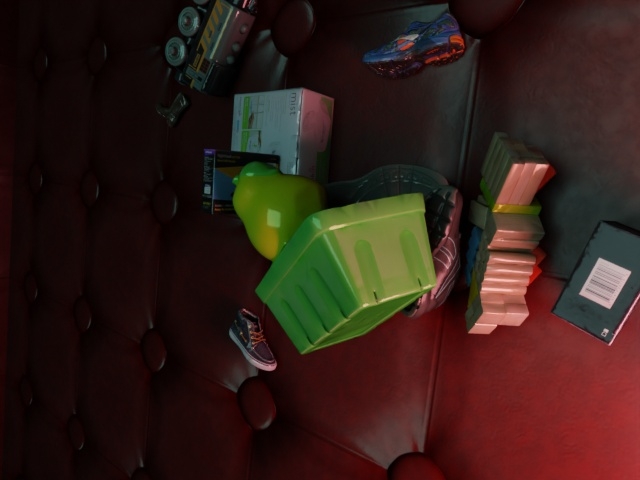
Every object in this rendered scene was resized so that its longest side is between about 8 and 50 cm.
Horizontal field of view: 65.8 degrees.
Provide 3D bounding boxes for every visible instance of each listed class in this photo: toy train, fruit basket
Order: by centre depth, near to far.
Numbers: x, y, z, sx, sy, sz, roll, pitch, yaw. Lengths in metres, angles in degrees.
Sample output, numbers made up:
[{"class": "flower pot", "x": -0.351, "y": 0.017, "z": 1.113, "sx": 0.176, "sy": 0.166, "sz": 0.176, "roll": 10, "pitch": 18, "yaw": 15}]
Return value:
[{"class": "fruit basket", "x": 0.000, "y": 0.000, "z": 0.962, "sx": 0.392, "sy": 0.282, "sz": 0.392, "roll": 30, "pitch": 126, "yaw": 54}, {"class": "toy train", "x": -0.287, "y": -0.556, "z": 1.346, "sx": 0.190, "sy": 0.142, "sz": 0.334, "roll": 39, "pitch": 113, "yaw": 18}]

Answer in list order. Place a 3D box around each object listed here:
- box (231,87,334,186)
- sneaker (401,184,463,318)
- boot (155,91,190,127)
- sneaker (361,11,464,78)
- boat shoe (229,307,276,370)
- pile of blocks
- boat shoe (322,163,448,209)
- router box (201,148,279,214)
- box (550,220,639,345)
[{"class": "box", "x": -0.100, "y": -0.220, "z": 1.200, "sx": 0.231, "sy": 0.126, "sz": 0.262, "roll": 7, "pitch": 95, "yaw": 38}, {"class": "sneaker", "x": 0.221, "y": 0.021, "z": 0.949, "sx": 0.101, "sy": 0.106, "sz": 0.268, "roll": 43, "pitch": 127, "yaw": 50}, {"class": "boot", "x": -0.457, "y": -0.426, "z": 1.537, "sx": 0.106, "sy": 0.037, "sz": 0.114, "roll": 51, "pitch": 124, "yaw": 11}, {"class": "sneaker", "x": 0.186, "y": -0.394, "z": 1.010, "sx": 0.221, "sy": 0.083, "sz": 0.087, "roll": -3, "pitch": 76, "yaw": 33}, {"class": "boat shoe", "x": -0.174, "y": 0.260, "z": 1.311, "sx": 0.183, "sy": 0.065, "sz": 0.083, "roll": 36, "pitch": 114, "yaw": 33}, {"class": "pile of blocks", "x": 0.340, "y": -0.005, "z": 0.888, "sx": 0.112, "sy": 0.149, "sz": 0.362, "roll": 4, "pitch": 107, "yaw": -4}, {"class": "boat shoe", "x": 0.126, "y": -0.081, "z": 1.053, "sx": 0.320, "sy": 0.103, "sz": 0.118, "roll": -9, "pitch": 75, "yaw": 33}, {"class": "router box", "x": -0.171, "y": -0.125, "z": 1.070, "sx": 0.046, "sy": 0.178, "sz": 0.133, "roll": 11, "pitch": 101, "yaw": 40}, {"class": "box", "x": 0.444, "y": 0.057, "z": 0.753, "sx": 0.093, "sy": 0.158, "sz": 0.156, "roll": 32, "pitch": 110, "yaw": 33}]
